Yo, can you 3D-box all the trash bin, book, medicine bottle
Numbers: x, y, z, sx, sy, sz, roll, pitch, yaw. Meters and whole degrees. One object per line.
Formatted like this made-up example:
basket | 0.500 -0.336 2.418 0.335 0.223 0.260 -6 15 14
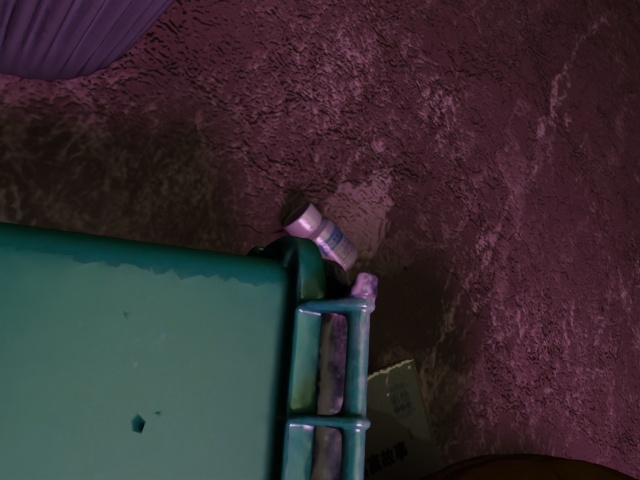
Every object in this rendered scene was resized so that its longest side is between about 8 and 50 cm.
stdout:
trash bin | -0.177 0.108 0.360 0.381 0.295 0.259 13 70 -28
book | 0.050 0.298 0.613 0.214 0.025 0.283 -16 89 -24
medicine bottle | 0.000 0.000 0.662 0.089 0.052 0.052 48 55 -17

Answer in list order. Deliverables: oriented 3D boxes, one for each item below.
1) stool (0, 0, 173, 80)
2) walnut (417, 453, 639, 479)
stool | -0.197 -0.303 0.414 0.297 0.330 0.297 11 72 -34
walnut | 0.151 0.315 0.390 0.397 0.354 0.308 5 63 -34
